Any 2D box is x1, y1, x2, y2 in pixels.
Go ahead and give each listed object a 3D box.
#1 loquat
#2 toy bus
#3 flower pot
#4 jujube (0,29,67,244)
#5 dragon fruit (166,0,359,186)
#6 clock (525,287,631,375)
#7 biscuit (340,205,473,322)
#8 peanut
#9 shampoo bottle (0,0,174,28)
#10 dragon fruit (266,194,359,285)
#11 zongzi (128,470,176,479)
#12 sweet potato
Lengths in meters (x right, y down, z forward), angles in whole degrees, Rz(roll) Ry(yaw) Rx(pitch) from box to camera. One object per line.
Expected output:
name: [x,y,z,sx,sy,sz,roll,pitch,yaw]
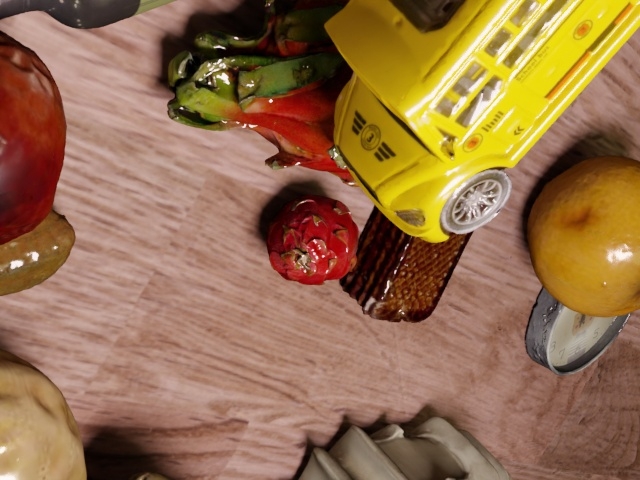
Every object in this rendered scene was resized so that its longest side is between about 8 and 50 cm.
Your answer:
loquat: [0.364,-0.004,1.342,0.208,0.208,0.208,-26,134,-31]
toy bus: [0.119,-0.158,0.714,0.152,0.144,0.330,17,119,-49]
flower pot: [0.098,0.360,1.369,0.367,0.164,0.254,1,122,-46]
jujube: [-0.283,-0.069,0.676,0.236,0.168,0.168,2,118,-27]
dragon fruit: [0.015,-0.151,0.901,0.269,0.198,0.200,11,130,-41]
clock: [0.396,0.098,1.571,0.226,0.049,0.226,-27,135,-30]
biscuit: [0.146,-0.088,1.159,0.107,0.073,0.388,10,110,-47]
peanut: [-0.303,0.265,0.879,0.192,0.169,0.387,-21,133,-52]
shampoo bottle: [-0.136,-0.214,0.754,0.284,0.101,0.101,-29,135,-29]
dragon fruit: [0.000,0.000,1.082,0.094,0.094,0.190,-59,165,7]
zongzi: [-0.189,0.430,1.035,0.323,0.160,0.360,77,35,-65]
sweet potato: [-0.294,0.030,0.809,0.233,0.062,0.081,-27,136,-25]
